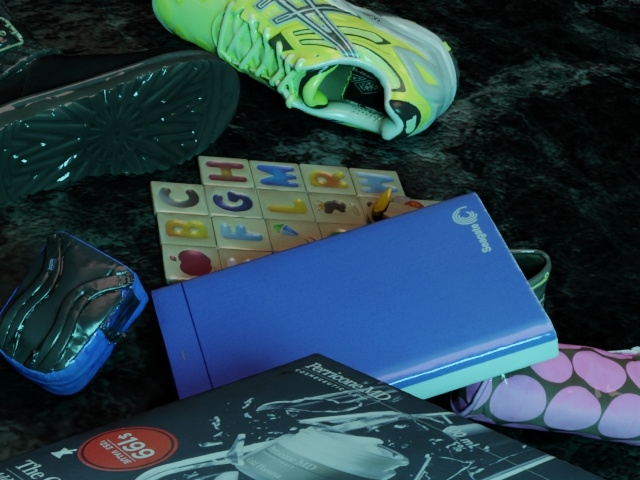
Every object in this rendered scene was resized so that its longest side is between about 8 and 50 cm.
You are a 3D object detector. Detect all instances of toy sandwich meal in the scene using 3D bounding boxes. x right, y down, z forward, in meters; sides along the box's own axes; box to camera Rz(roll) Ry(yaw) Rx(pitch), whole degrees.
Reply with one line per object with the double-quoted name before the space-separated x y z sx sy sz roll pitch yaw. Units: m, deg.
"toy sandwich meal" 0.089 -0.028 1.602 0.086 0.029 0.085 10 34 -7

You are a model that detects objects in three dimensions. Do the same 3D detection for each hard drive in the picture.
"hard drive" 0.023 0.072 1.343 0.319 0.040 0.210 -17 40 -5

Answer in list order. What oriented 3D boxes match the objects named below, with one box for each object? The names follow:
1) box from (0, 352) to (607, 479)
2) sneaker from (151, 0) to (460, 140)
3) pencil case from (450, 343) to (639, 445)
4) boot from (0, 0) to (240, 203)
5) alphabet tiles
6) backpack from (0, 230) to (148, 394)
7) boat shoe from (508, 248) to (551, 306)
"box" -0.014 0.236 0.984 0.313 0.178 0.343 -15 23 -37
"sneaker" -0.029 -0.233 1.778 0.385 0.145 0.147 20 34 12
"pencil case" 0.223 0.128 1.377 0.209 0.095 0.098 11 70 -19
"boot" -0.287 -0.183 1.623 0.348 0.131 0.260 -15 43 -35
"alphabet tiles" 0.000 0.000 1.568 0.343 0.011 0.285 3 36 -15
"backpack" -0.215 0.074 1.311 0.098 0.101 0.120 25 68 23
"boat shoe" 0.124 0.051 1.467 0.228 0.068 0.081 -9 40 -30
